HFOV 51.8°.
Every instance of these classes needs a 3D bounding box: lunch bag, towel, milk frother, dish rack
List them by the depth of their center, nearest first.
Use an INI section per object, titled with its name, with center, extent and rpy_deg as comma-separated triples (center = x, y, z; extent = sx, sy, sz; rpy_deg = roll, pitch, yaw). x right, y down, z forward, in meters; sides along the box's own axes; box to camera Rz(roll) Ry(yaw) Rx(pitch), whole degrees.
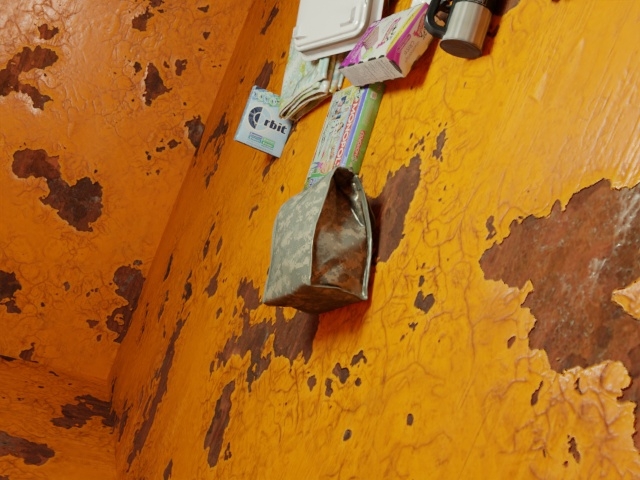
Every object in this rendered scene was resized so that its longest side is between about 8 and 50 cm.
[milk frother]
center = 0.275, -0.426, 1.288
extent = 0.135, 0.129, 0.143
rpy_deg = -71, -19, -4
[lunch bag]
center = 0.000, 0.000, 1.432
extent = 0.235, 0.168, 0.287
rpy_deg = -28, 52, 57
[dish rack]
center = 0.038, -0.647, 1.769
extent = 0.332, 0.072, 0.286
rpy_deg = 5, 84, 51
[towel]
center = -0.017, -0.569, 1.991
extent = 0.320, 0.090, 0.375
rpy_deg = -16, 61, 61

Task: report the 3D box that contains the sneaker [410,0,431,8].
[sneaker]
center = 0.251, -0.537, 1.454
extent = 0.152, 0.053, 0.061
rpy_deg = -48, 34, 39

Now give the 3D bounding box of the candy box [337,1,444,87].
[candy box]
center = 0.154, -0.440, 1.501
extent = 0.159, 0.071, 0.233
rpy_deg = -54, 24, -10

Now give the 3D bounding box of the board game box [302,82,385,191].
[board game box]
center = 0.051, -0.236, 1.659
extent = 0.213, 0.046, 0.317
rpy_deg = 3, 74, 66

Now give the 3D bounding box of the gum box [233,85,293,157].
[gum box]
center = -0.173, -0.379, 2.113
extent = 0.041, 0.157, 0.184
rpy_deg = 21, 91, 67

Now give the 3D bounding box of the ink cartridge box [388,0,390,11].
[ink cartridge box]
center = 0.223, -0.719, 1.627
extent = 0.255, 0.097, 0.189
rpy_deg = 78, -160, -67
